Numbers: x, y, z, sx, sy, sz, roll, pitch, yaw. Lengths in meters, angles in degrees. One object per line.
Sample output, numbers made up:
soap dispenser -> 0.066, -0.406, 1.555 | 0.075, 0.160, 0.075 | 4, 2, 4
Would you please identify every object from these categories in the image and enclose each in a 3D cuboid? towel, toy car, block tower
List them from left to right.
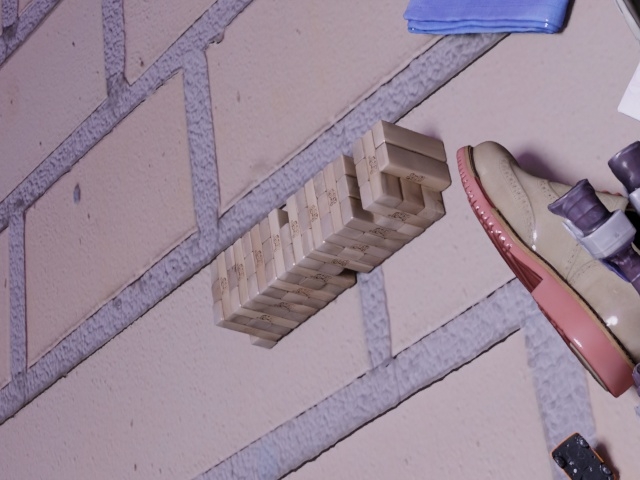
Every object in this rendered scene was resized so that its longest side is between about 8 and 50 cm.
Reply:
block tower -> 0.000, 0.000, 1.826 | 0.335, 0.097, 0.091 | -41, 45, 39
towel -> 0.209, -0.379, 1.750 | 0.243, 0.040, 0.336 | 10, 84, 54
toy car -> 0.256, 0.171, 1.472 | 0.122, 0.060, 0.040 | -57, -9, -5

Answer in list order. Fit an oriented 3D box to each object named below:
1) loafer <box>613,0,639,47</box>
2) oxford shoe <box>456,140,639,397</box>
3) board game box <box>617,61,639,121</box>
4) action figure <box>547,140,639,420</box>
loafer -> 0.335, -0.166, 1.424 | 0.112, 0.111, 0.319 | -54, 39, 25
oxford shoe -> 0.237, 0.000, 1.516 | 0.130, 0.123, 0.348 | -37, 43, 5
board game box -> 0.411, -0.021, 1.082 | 0.318, 0.319, 0.066 | 36, 103, 53
action figure -> 0.311, 0.055, 1.319 | 0.185, 0.099, 0.285 | -33, 77, -8
